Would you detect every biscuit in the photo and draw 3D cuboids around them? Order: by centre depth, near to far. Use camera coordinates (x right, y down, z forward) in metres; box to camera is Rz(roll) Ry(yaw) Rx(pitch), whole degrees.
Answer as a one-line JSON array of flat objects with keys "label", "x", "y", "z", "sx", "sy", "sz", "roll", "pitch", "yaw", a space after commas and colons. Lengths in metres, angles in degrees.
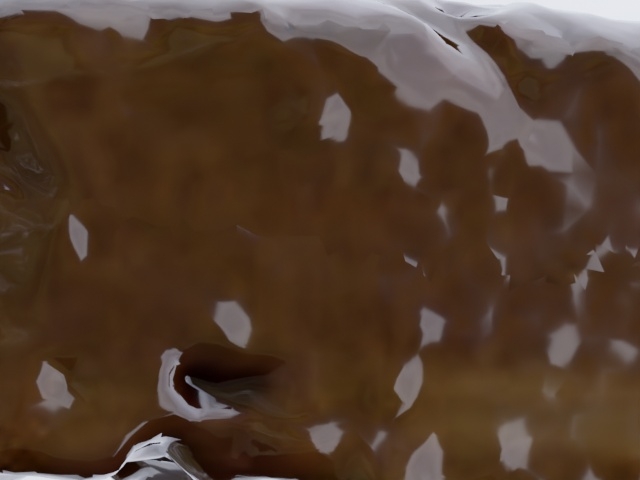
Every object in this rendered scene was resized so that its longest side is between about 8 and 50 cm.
[{"label": "biscuit", "x": 0.000, "y": 0.000, "z": 0.651, "sx": 0.395, "sy": 0.343, "sz": 0.166, "roll": -175, "pitch": -94, "yaw": -72}]
